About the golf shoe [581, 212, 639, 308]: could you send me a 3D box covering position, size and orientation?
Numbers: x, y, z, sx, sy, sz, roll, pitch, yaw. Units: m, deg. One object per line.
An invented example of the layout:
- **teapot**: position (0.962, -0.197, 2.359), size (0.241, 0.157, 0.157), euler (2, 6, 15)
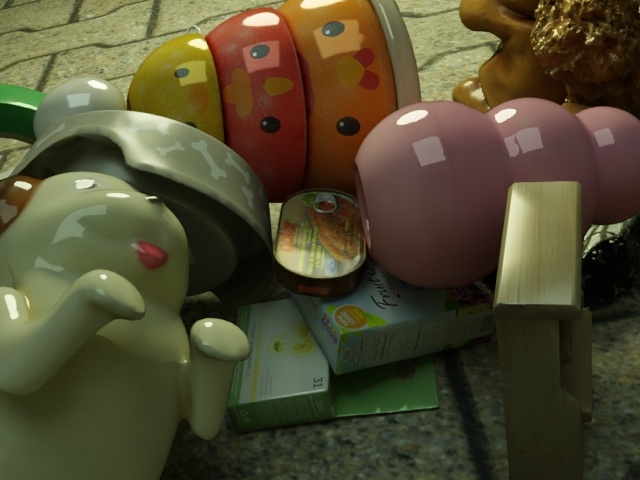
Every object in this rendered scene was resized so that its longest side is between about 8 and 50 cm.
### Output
- **golf shoe**: position (0.353, 0.013, 0.996), size (0.198, 0.077, 0.094), euler (-38, 17, -21)

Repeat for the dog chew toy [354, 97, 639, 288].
- **dog chew toy**: position (0.208, -0.064, 0.877), size (0.331, 0.207, 0.207), euler (-11, 36, -1)

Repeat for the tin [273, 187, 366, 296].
- **tin**: position (0.000, 0.000, 0.945), size (0.106, 0.040, 0.190), euler (8, 34, -1)

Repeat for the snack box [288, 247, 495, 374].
- **snack box**: position (0.081, 0.060, 0.961), size (0.207, 0.070, 0.174), euler (-11, 39, -21)

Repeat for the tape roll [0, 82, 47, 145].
- **tape roll**: position (-0.455, -0.059, 1.137), size (0.321, 0.321, 0.077), euler (-20, 35, -7)

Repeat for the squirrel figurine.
- **squirrel figurine**: position (0.371, -0.359, 1.212), size (0.280, 0.371, 0.397), euler (-21, 37, -10)

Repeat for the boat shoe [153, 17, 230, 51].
- **boat shoe**: position (-0.247, -0.345, 1.584), size (0.135, 0.157, 0.367), euler (12, 43, 31)

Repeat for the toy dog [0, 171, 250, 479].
- **toy dog**: position (-0.237, 0.131, 0.786), size (0.395, 0.284, 0.408), euler (-20, 58, 52)

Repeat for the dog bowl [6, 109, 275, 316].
- **dog bowl**: position (-0.221, -0.023, 1.003), size (0.348, 0.349, 0.102), euler (-2, 55, 16)

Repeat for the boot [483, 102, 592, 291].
- **boot**: position (0.297, -0.053, 1.036), size (0.280, 0.096, 0.264), euler (-34, 26, -4)

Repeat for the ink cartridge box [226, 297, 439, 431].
- **ink cartridge box**: position (0.013, 0.134, 0.952), size (0.235, 0.056, 0.171), euler (-10, 36, 9)

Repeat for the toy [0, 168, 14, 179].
- **toy**: position (-0.540, -0.021, 1.342), size (0.136, 0.056, 0.237), euler (-26, 43, -21)

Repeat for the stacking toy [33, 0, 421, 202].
- **stacking toy**: position (-0.133, -0.165, 1.080), size (0.479, 0.351, 0.351), euler (-11, 34, -17)

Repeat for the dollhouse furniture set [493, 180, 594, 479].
- **dollhouse furniture set**: position (0.368, 0.096, 0.711), size (0.393, 0.257, 0.362), euler (0, 39, 19)
